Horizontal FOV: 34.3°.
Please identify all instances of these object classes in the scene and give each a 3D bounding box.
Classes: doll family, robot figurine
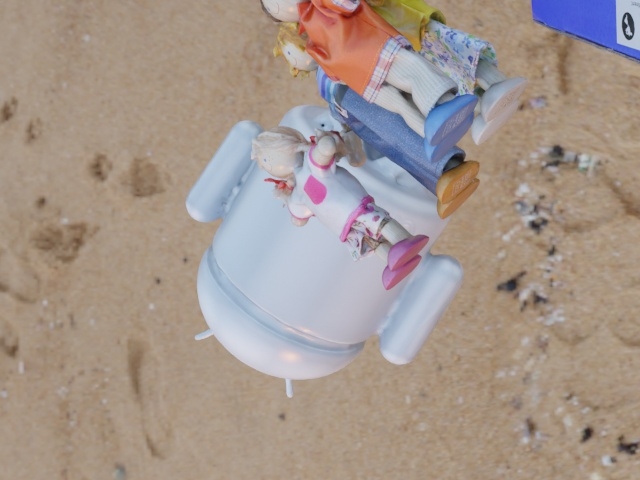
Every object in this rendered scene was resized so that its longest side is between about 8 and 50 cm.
[{"bbox_3d":[0.032,-0.096,0.626,0.163,0.118,0.263,44,158,16],"label":"doll family"},{"bbox_3d":[0.000,0.000,1.084,0.300,0.200,0.353,36,111,12],"label":"robot figurine"}]

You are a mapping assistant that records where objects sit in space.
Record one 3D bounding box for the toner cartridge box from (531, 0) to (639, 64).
[{"bbox_3d":[0.284,-0.141,0.454,0.165,0.348,0.075,-117,20,-66],"label":"toner cartridge box"}]
